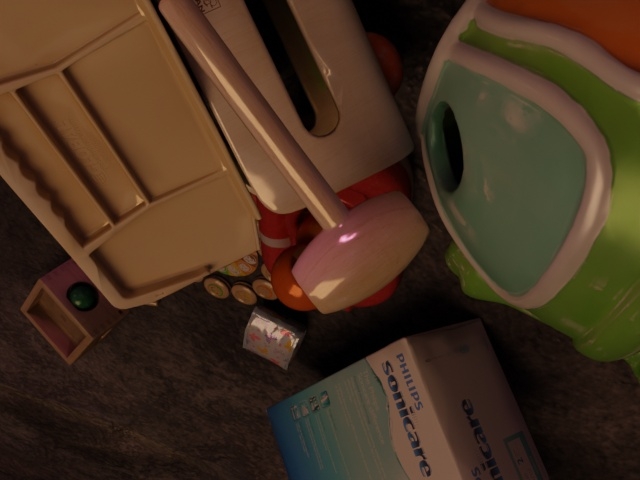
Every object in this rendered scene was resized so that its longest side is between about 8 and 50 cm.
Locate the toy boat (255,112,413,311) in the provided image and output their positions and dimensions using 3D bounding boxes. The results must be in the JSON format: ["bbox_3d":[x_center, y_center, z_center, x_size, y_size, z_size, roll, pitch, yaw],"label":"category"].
[{"bbox_3d":[0.000,0.000,0.630,0.151,0.151,0.231,12,137,13],"label":"toy boat"}]

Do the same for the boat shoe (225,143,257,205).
[{"bbox_3d":[-0.109,-0.078,0.694,0.137,0.049,0.043,36,135,-18],"label":"boat shoe"}]

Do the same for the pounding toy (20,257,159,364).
[{"bbox_3d":[-0.330,0.094,0.967,0.130,0.100,0.141,49,134,-2],"label":"pounding toy"}]

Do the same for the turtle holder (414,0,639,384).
[{"bbox_3d":[0.190,-0.056,0.447,0.227,0.243,0.320,36,180,16],"label":"turtle holder"}]

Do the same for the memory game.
[{"bbox_3d":[-0.122,0.013,0.818,0.186,0.012,0.186,15,137,15],"label":"memory game"}]

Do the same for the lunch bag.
[{"bbox_3d":[-0.057,0.118,0.860,0.071,0.053,0.083,25,149,7],"label":"lunch bag"}]

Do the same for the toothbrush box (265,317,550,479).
[{"bbox_3d":[0.087,0.245,0.776,0.295,0.126,0.216,-41,64,47],"label":"toothbrush box"}]

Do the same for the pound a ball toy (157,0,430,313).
[{"bbox_3d":[-0.022,-0.140,0.417,0.135,0.208,0.319,-27,103,-2],"label":"pound a ball toy"}]

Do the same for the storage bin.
[{"bbox_3d":[-0.164,-0.129,0.486,0.123,0.262,0.260,-26,134,-3],"label":"storage bin"}]
